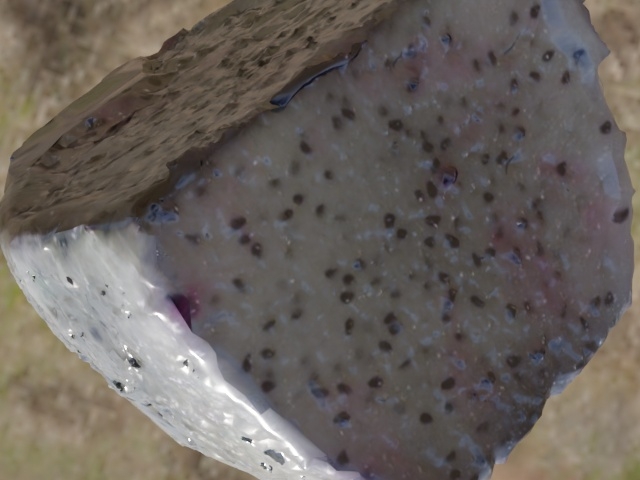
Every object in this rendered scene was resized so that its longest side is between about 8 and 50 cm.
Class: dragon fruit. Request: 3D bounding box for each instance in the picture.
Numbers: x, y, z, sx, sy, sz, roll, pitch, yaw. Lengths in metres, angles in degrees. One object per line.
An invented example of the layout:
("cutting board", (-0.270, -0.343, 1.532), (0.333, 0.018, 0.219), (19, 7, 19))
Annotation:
("dragon fruit", (0.000, 0.000, 0.953), (0.221, 0.283, 0.204), (57, 152, -16))
